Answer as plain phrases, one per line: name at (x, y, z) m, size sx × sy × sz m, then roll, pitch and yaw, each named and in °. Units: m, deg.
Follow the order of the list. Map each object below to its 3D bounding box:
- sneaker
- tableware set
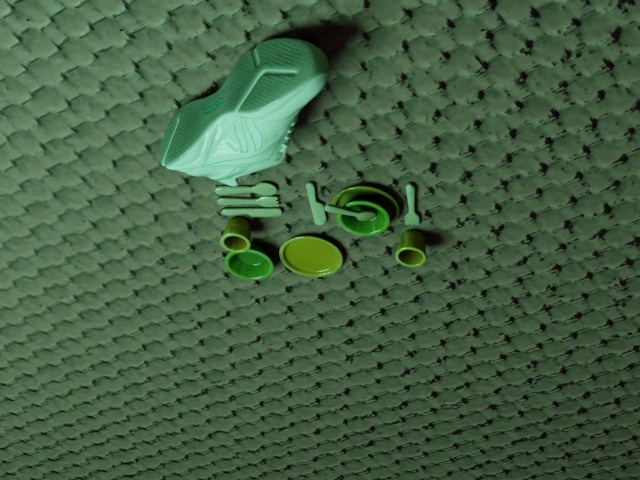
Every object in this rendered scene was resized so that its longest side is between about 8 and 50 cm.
sneaker at (-0.039, -0.081, 0.820) m, size 0.061 × 0.053 × 0.152 m, roll 24°, pitch 145°, yaw -32°
tableware set at (0.000, 0.000, 0.926) m, size 0.154 × 0.024 × 0.104 m, roll 0°, pitch 140°, yaw 10°
